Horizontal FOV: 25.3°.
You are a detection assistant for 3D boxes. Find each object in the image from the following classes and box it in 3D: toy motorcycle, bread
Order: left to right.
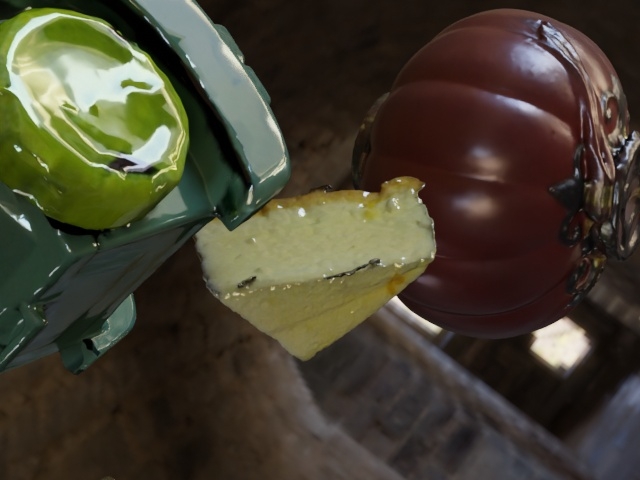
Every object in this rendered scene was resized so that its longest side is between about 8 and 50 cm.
[{"bbox_3d":[-0.163,-0.105,0.671,0.200,0.326,0.191,-18,-17,-48],"label":"toy motorcycle"},{"bbox_3d":[0.000,0.000,0.737,0.109,0.080,0.084,-38,33,14],"label":"bread"}]

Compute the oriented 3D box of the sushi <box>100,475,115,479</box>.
[{"bbox_3d":[-0.134,0.281,0.668,0.350,0.171,0.211,-56,-14,-21],"label":"sushi"}]

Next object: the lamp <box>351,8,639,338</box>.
[{"bbox_3d":[0.164,-0.059,1.305,0.303,0.257,0.303,-38,-46,-52],"label":"lamp"}]
